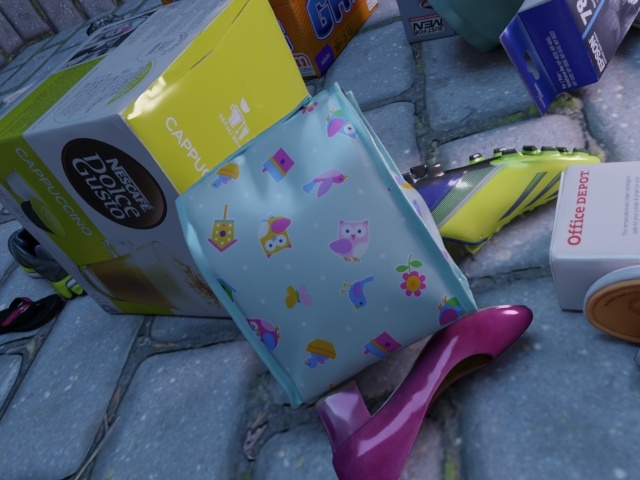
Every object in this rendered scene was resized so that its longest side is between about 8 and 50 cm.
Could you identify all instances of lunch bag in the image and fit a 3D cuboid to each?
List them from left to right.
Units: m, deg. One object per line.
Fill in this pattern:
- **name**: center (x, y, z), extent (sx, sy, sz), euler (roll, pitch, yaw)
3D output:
- **lunch bag**: center (0.000, 0.000, 0.570), extent (0.223, 0.262, 0.160), euler (-33, 0, 14)

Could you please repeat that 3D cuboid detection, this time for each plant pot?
- **plant pot**: center (0.306, -0.464, 0.958), extent (0.196, 0.293, 0.293), euler (-44, 28, 32)

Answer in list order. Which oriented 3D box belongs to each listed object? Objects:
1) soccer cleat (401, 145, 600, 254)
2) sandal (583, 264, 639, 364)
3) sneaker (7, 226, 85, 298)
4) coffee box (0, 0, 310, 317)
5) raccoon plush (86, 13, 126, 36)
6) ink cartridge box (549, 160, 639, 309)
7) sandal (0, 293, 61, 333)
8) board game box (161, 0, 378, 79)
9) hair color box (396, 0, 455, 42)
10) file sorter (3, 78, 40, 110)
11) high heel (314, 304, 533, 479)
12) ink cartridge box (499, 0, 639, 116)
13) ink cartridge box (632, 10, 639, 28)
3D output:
- **soccer cleat**: center (0.210, -0.049, 0.681), extent (0.289, 0.121, 0.093), euler (-12, 10, -7)
- **sandal**: center (0.341, 0.090, 0.423), extent (0.265, 0.102, 0.076), euler (12, 50, 38)
- **sneaker**: center (-0.526, 0.008, 1.032), extent (0.300, 0.121, 0.111), euler (13, 53, 41)
- **coffee box**: center (-0.217, -0.121, 0.812), extent (0.334, 0.337, 0.338), euler (-2, 44, 30)
- **raccoon plush**: center (-0.594, -0.521, 1.628), extent (0.446, 0.216, 0.299), euler (-7, 51, 25)
- **ink cartridge box**: center (0.347, -0.006, 0.539), extent (0.203, 0.086, 0.148), euler (0, 46, 33)
- **sandal**: center (-0.545, 0.131, 0.970), extent (0.179, 0.040, 0.067), euler (-16, 39, 16)
- **board game box**: center (-0.130, -0.629, 1.325), extent (0.356, 0.356, 0.356), euler (5, 48, 34)
- **hair color box**: center (0.203, -0.621, 1.093), extent (0.114, 0.374, 0.185), euler (2, 47, 33)
- **file sorter**: center (-0.678, -0.332, 1.462), extent (0.278, 0.193, 0.173), euler (-26, 41, 3)
- **high heel**: center (0.119, 0.154, 0.517), extent (0.244, 0.082, 0.117), euler (-25, 54, -8)
- **ink cartridge box**: center (0.394, -0.358, 0.789), extent (0.065, 0.165, 0.332), euler (20, 73, 52)
- **ink cartridge box**: center (0.667, -0.366, 0.768), extent (0.324, 0.071, 0.330), euler (-24, 40, 8)
